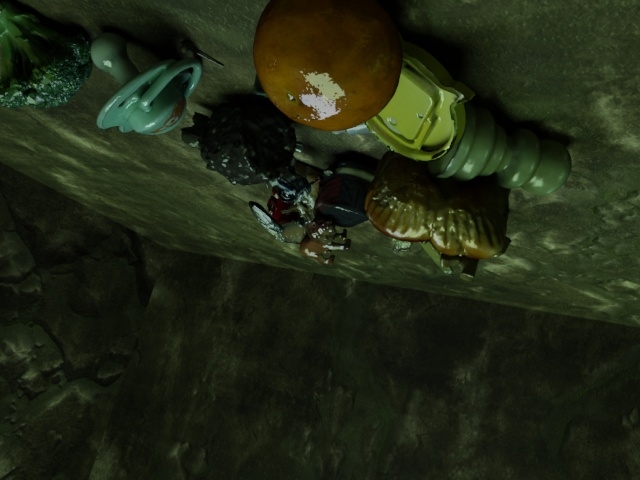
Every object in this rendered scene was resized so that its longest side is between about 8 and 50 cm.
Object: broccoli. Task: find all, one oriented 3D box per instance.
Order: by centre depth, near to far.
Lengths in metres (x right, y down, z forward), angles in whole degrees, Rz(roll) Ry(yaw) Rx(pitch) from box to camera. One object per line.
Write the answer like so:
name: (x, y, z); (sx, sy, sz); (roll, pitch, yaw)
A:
broccoli: (-0.727, -0.458, 1.425); (0.254, 0.269, 0.269); (-4, 157, 39)

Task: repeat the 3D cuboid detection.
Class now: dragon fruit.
dragon fruit: (-0.094, -0.117, 2.052); (0.234, 0.233, 0.293); (5, 148, 33)

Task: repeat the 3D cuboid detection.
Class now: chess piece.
chess piece: (0.429, -0.196, 1.319); (0.331, 0.182, 0.182); (13, 167, -15)

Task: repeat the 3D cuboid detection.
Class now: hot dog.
hot dog: (0.297, -0.090, 1.419); (0.368, 0.196, 0.365); (13, -154, 8)

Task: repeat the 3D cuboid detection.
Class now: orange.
orange: (0.010, -0.335, 1.049); (0.284, 0.226, 0.284); (26, 156, 12)

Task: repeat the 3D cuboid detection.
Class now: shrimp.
shrimp: (-0.144, -0.160, 1.908); (0.445, 0.272, 0.085); (32, -174, -18)

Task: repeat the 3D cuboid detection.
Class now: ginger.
ginger: (0.383, 0.015, 1.886); (0.359, 0.211, 0.413); (5, 180, -29)

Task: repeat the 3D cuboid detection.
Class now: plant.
plant: (-0.241, -0.271, 1.611); (0.312, 0.213, 0.215); (5, 165, 36)

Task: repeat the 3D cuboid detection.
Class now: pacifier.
pacifier: (-0.449, -0.402, 1.404); (0.269, 0.288, 0.343); (52, -178, -8)

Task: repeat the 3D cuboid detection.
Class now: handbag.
handbag: (0.078, -0.152, 1.790); (0.181, 0.181, 0.254); (17, 168, -11)

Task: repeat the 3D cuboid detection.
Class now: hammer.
hammer: (-0.284, -0.447, 1.380); (0.110, 0.019, 0.036); (22, 164, -34)

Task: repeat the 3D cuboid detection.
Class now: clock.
clock: (0.188, -0.300, 1.199); (0.277, 0.071, 0.293); (45, 156, 3)

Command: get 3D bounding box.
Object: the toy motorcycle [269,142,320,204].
toy motorcycle: (-0.098, -0.221, 1.741); (0.150, 0.221, 0.102); (-28, 168, -12)

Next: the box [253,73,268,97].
box: (-0.104, -0.375, 1.367); (0.099, 0.074, 0.054); (11, 176, 17)

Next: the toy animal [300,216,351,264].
toy animal: (0.000, 0.000, 1.877); (0.158, 0.097, 0.312); (19, 156, -14)

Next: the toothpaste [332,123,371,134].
toothpaste: (0.142, -0.299, 1.449); (0.234, 0.057, 0.089); (3, 165, 18)
